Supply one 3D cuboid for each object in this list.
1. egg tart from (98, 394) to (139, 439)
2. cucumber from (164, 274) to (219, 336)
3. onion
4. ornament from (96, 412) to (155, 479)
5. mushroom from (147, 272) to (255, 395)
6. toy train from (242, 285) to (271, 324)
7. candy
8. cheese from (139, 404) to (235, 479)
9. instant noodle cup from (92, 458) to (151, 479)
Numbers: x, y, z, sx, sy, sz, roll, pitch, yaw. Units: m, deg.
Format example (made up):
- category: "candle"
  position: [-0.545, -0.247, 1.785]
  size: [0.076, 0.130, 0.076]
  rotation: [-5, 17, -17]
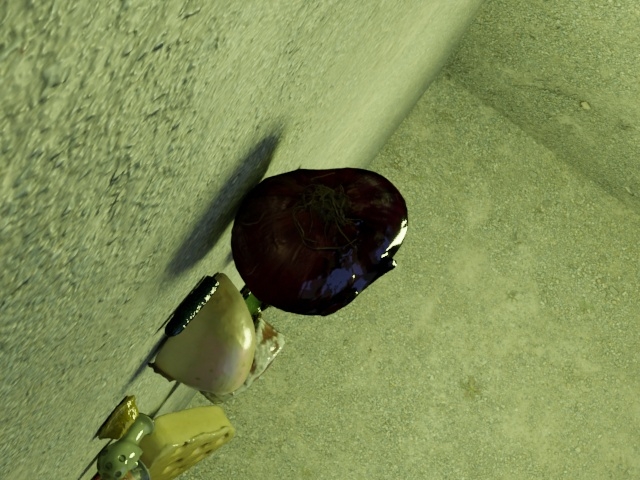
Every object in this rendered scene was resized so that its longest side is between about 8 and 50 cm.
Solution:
- category: "egg tart"
  position: [-0.371, 0.335, 1.739]
  size: [0.105, 0.039, 0.105]
  rotation: [-52, 179, -1]
- category: "cucumber"
  position: [-0.219, 0.115, 1.569]
  size: [0.133, 0.032, 0.032]
  rotation: [-53, 178, -33]
- category: "onion"
  position: [0.001, -0.009, 1.415]
  size: [0.280, 0.221, 0.281]
  rotation: [-23, 157, -11]
- category: "ornament"
  position: [-0.420, 0.451, 2.016]
  size: [0.075, 0.081, 0.156]
  rotation: [-50, -175, 40]
- category: "mushroom"
  position: [-0.172, 0.171, 1.745]
  size: [0.173, 0.162, 0.236]
  rotation: [-53, 180, 27]
- category: "toy train"
  position: [-0.180, 0.163, 2.510]
  size: [0.225, 0.090, 0.137]
  rotation: [-52, -175, -28]
- category: "candy"
  position: [-0.240, 0.330, 2.620]
  size: [0.289, 0.157, 0.214]
  rotation: [-40, -161, 18]
- category: "cheese"
  position: [-0.391, 0.562, 2.552]
  size: [0.383, 0.104, 0.384]
  rotation: [-33, 161, -13]
- category: "instant noodle cup"
  position: [-0.497, 0.592, 2.240]
  size: [0.135, 0.127, 0.127]
  rotation: [-37, 166, -51]
